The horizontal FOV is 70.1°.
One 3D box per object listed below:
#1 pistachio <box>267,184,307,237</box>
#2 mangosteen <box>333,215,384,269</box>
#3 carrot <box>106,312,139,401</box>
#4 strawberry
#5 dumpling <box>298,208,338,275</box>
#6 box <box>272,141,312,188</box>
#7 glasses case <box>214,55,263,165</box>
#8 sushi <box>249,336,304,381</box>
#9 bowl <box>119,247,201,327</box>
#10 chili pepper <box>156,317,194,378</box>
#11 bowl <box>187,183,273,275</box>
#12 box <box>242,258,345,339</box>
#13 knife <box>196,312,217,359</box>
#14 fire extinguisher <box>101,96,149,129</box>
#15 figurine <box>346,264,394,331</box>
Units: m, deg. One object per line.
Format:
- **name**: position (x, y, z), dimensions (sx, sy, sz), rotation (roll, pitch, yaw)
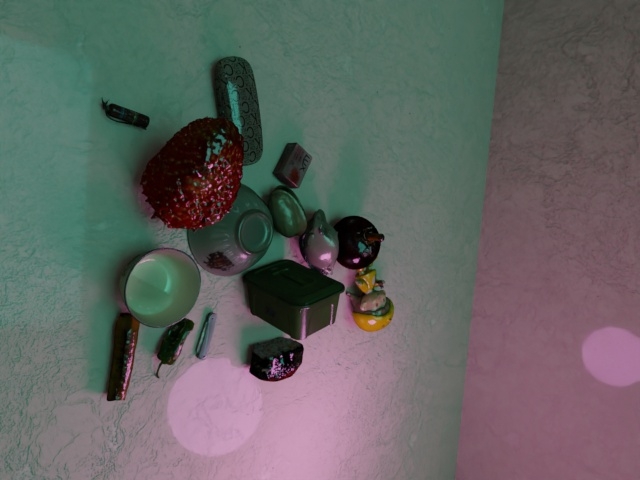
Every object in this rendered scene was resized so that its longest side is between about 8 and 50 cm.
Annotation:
- **pistachio**: position (-0.127, -0.105, 1.713), dimensions (0.129, 0.131, 0.206), rotation (-95, 168, -66)
- **mangosteen**: position (0.168, 0.002, 1.940), dimensions (0.235, 0.261, 0.235), rotation (11, 71, -34)
- **carrot**: position (-0.581, 0.343, 1.337), dimensions (0.070, 0.070, 0.260), rotation (8, 92, -47)
- **strawberry**: position (-0.353, -0.185, 1.284), dimensions (0.292, 0.343, 0.292), rotation (10, 63, -21)
- **dumpling**: position (-0.014, 0.008, 1.851), dimensions (0.163, 0.204, 0.293), rotation (-18, 125, -10)
- **box**: position (-0.105, -0.288, 1.760), dimensions (0.111, 0.060, 0.156), rotation (38, 69, -45)
- **glasses case**: position (-0.272, -0.431, 1.537), dimensions (0.137, 0.085, 0.355), rotation (-20, 110, -43)
- **sushi**: position (-0.164, 0.454, 1.751), dimensions (0.225, 0.136, 0.126), rotation (7, 99, -52)
- **bowl**: position (-0.491, 0.132, 1.355), dimensions (0.237, 0.126, 0.238), rotation (-9, 102, -47)
- **chili pepper**: position (-0.470, 0.341, 1.448), dimensions (0.073, 0.072, 0.204), rotation (45, 63, -43)
- **bowl**: position (-0.266, -0.032, 1.553), dimensions (0.337, 0.157, 0.337), rotation (-9, 102, -45)
- **box**: position (-0.101, 0.210, 1.660), dimensions (0.252, 0.328, 0.178), rotation (-20, 122, -42)
- **knife**: position (-0.393, 0.328, 1.566), dimensions (0.044, 0.023, 0.162), rotation (19, 83, -43)
- **fire extinguisher**: position (-0.552, -0.354, 1.284), dimensions (0.132, 0.039, 0.056), rotation (12, 78, -47)
- **figurine**: position (0.236, 0.252, 2.126), dimensions (0.215, 0.187, 0.344), rotation (-15, 101, -36)
